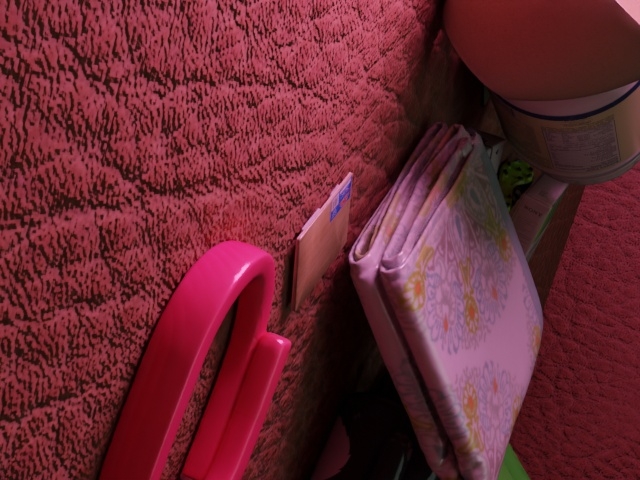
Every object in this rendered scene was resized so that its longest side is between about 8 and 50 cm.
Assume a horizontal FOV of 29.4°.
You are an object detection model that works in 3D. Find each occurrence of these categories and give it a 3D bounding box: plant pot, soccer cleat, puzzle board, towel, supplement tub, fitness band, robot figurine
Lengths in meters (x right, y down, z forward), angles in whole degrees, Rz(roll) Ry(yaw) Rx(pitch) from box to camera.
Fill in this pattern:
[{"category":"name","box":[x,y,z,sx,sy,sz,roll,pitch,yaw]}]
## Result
[{"category":"plant pot","box":[0.251,-0.266,1.374,0.191,0.284,0.284,-39,179,29]},{"category":"soccer cleat","box":[0.312,-0.079,2.081,0.179,0.060,0.072,-49,171,-48]},{"category":"puzzle board","box":[0.000,0.000,1.256,0.128,0.011,0.096,-53,155,-46]},{"category":"towel","box":[0.166,0.084,1.499,0.320,0.090,0.375,-56,131,-47]},{"category":"supplement tub","box":[0.344,-0.223,1.648,0.235,0.235,0.325,-67,157,-11]},{"category":"fitness band","box":[-0.104,0.142,1.030,0.291,0.054,0.209,-70,161,-2]},{"category":"robot figurine","box":[0.076,0.303,1.571,0.209,0.173,0.278,42,67,-46]}]

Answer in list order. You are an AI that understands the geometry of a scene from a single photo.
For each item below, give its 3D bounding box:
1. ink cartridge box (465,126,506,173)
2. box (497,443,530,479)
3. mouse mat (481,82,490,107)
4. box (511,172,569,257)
[{"category":"ink cartridge box","box":[0.196,-0.087,1.680,0.150,0.063,0.109,-32,139,-65]},{"category":"box","box":[0.173,0.379,1.660,0.231,0.262,0.126,-45,125,14]},{"category":"mouse mat","box":[0.255,-0.292,1.732,0.153,0.007,0.190,-64,161,-18]},{"category":"box","box":[0.331,0.040,2.158,0.322,0.058,0.232,-64,169,21]}]
